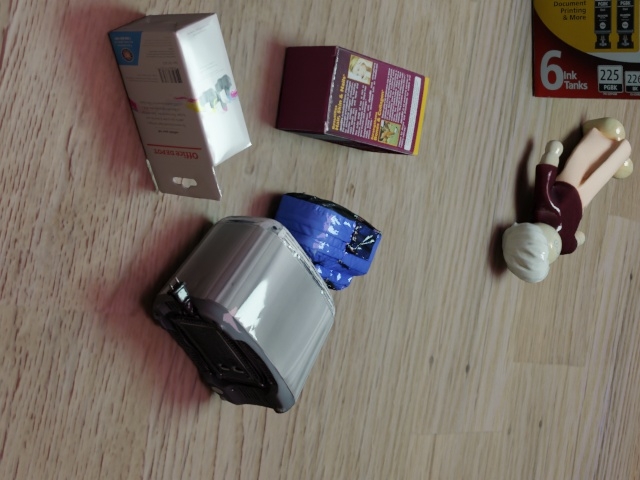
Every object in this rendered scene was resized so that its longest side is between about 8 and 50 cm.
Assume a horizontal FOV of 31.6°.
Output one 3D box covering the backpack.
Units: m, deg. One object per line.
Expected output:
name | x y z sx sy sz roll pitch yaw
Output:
backpack | 0.000 0.000 1.352 0.120 0.098 0.101 30 77 -48

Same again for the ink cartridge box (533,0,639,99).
ink cartridge box | 0.480 -0.350 1.683 0.130 0.309 0.272 -17 108 -46

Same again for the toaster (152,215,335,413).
toaster | -0.082 0.073 1.250 0.146 0.129 0.227 -58 132 -30

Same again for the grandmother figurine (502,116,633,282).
grandmother figurine | 0.389 -0.063 1.789 0.342 0.104 0.208 -50 121 -35

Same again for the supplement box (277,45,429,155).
supplement box | 0.042 -0.169 1.385 0.188 0.081 0.104 8 91 -49

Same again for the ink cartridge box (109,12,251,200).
ink cartridge box | -0.139 -0.138 1.164 0.061 0.104 0.181 -35 122 -40
